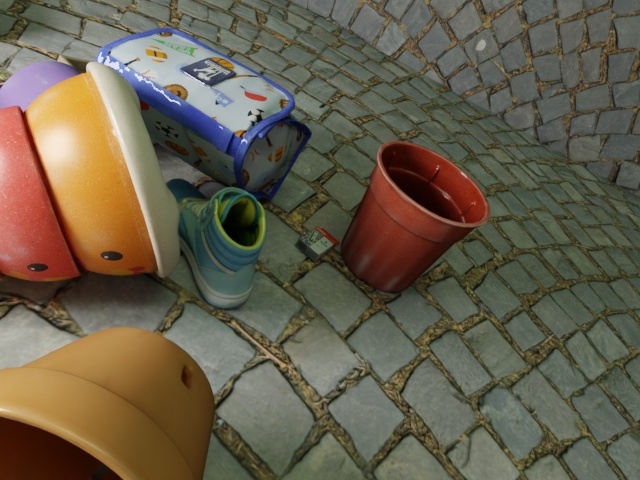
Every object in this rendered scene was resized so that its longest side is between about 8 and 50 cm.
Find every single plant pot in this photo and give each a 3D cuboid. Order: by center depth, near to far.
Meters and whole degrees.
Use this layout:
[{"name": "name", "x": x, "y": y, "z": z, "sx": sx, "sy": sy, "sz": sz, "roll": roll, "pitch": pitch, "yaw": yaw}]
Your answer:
[{"name": "plant pot", "x": -0.243, "y": 0.232, "z": 0.504, "sx": 0.291, "sy": 0.291, "sz": 0.203, "roll": 29, "pitch": 22, "yaw": -1}, {"name": "plant pot", "x": 0.191, "y": -0.037, "z": 1.060, "sx": 0.272, "sy": 0.265, "sz": 0.272, "roll": 17, "pitch": 40, "yaw": -15}]

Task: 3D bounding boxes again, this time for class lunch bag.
[{"name": "lunch bag", "x": -0.218, "y": -0.254, "z": 0.955, "sx": 0.328, "sy": 0.239, "sz": 0.385, "roll": 32, "pitch": 10, "yaw": 6}]

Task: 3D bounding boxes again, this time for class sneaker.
[{"name": "sneaker", "x": -0.200, "y": -0.054, "z": 0.874, "sx": 0.127, "sy": 0.208, "sz": 0.319, "roll": -15, "pitch": 56, "yaw": -40}]

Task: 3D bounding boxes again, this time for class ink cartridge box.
[{"name": "ink cartridge box", "x": 0.000, "y": 0.000, "z": 1.085, "sx": 0.063, "sy": 0.029, "sz": 0.115, "roll": 41, "pitch": 40, "yaw": 13}]

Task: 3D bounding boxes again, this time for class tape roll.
[{"name": "tape roll", "x": -0.507, "y": -0.238, "z": 0.892, "sx": 0.080, "sy": 0.189, "sz": 0.189, "roll": 40, "pitch": 39, "yaw": 11}]

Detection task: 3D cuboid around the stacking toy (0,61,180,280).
[{"name": "stacking toy", "x": -0.480, "y": -0.044, "z": 0.682, "sx": 0.480, "sy": 0.351, "sz": 0.351, "roll": -20, "pitch": 58, "yaw": -22}]

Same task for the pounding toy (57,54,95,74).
[{"name": "pounding toy", "x": -0.538, "y": -0.336, "z": 1.070, "sx": 0.141, "sy": 0.100, "sz": 0.130, "roll": 46, "pitch": 26, "yaw": 14}]
